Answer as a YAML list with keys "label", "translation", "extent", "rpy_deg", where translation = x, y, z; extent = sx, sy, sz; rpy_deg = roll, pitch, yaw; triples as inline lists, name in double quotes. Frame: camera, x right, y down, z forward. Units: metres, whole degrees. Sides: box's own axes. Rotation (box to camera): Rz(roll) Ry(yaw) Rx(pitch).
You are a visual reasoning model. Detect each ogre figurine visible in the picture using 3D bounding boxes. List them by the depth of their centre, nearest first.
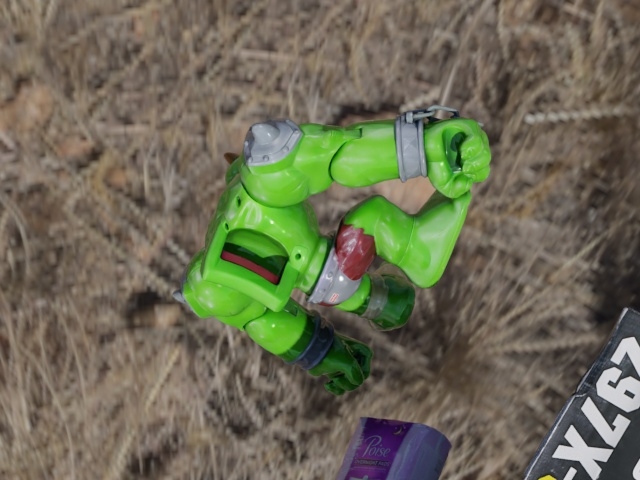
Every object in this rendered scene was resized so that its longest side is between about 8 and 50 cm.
- label: "ogre figurine"
  translation: [0.000, 0.000, 0.907]
  extent: [0.118, 0.197, 0.096]
  rpy_deg: [16, 65, -13]

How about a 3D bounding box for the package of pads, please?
- label: "package of pads"
  translation: [0.030, 0.133, 0.914]
  extent: [0.050, 0.032, 0.083]
  rpy_deg: [0, 56, 43]

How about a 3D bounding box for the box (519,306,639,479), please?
- label: "box"
  translation: [0.126, 0.185, 0.912]
  extent: [0.079, 0.322, 0.257]
  rpy_deg: [32, 85, 15]
